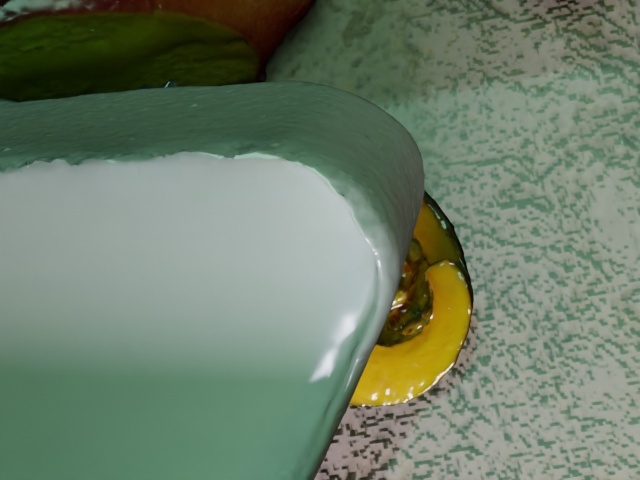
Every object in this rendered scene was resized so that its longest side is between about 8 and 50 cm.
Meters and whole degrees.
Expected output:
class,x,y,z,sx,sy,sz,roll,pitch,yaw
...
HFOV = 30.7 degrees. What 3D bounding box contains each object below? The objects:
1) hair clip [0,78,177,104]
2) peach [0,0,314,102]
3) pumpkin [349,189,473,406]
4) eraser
class,x,y,z,sx,sy,sz,roll,pitch,yaw
hair clip,-0.180,-0.035,0.667,0.220,0.140,0.054,-11,48,5
peach,-0.140,-0.155,0.661,0.267,0.154,0.158,-13,78,7
pumpkin,0.000,0.000,0.637,0.183,0.107,0.119,39,108,-2
eraser,-0.111,0.089,0.561,0.331,0.150,0.331,3,108,9
